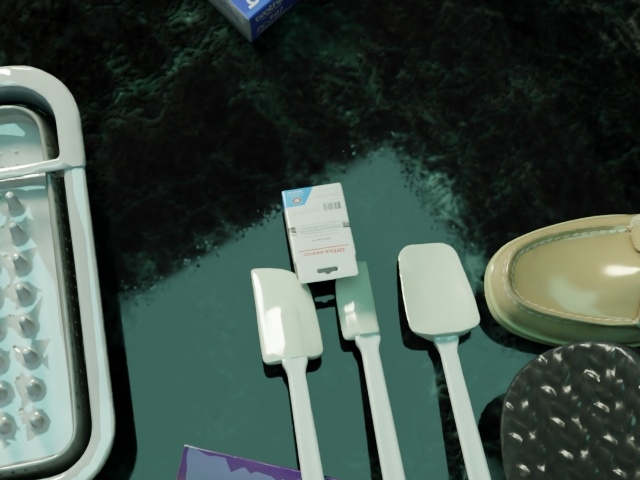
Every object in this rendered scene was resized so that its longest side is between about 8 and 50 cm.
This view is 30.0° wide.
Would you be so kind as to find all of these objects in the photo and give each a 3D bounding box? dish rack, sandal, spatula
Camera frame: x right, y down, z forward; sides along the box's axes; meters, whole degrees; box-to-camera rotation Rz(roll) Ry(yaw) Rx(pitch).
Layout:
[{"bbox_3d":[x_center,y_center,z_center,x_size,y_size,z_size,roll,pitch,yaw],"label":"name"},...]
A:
[{"bbox_3d":[-0.304,0.046,0.892,0.285,0.072,0.333,-9,73,-5],"label":"dish rack"},{"bbox_3d":[0.224,0.288,0.794,0.167,0.107,0.446,-14,69,34],"label":"sandal"},{"bbox_3d":[0.047,0.111,0.881,0.168,0.019,0.242,-5,57,-9],"label":"spatula"}]

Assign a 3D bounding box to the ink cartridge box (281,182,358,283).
[{"bbox_3d":[0.000,0.000,0.929,0.048,0.028,0.083,-9,61,-4],"label":"ink cartridge box"}]

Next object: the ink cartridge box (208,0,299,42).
[{"bbox_3d":[-0.094,-0.273,1.010,0.097,0.046,0.207,-43,79,-12],"label":"ink cartridge box"}]

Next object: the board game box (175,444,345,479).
[{"bbox_3d":[-0.032,0.234,0.853,0.170,0.048,0.141,12,74,2],"label":"board game box"}]

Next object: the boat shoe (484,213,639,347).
[{"bbox_3d":[0.277,0.022,0.901,0.302,0.098,0.109,0,73,-2],"label":"boat shoe"}]
